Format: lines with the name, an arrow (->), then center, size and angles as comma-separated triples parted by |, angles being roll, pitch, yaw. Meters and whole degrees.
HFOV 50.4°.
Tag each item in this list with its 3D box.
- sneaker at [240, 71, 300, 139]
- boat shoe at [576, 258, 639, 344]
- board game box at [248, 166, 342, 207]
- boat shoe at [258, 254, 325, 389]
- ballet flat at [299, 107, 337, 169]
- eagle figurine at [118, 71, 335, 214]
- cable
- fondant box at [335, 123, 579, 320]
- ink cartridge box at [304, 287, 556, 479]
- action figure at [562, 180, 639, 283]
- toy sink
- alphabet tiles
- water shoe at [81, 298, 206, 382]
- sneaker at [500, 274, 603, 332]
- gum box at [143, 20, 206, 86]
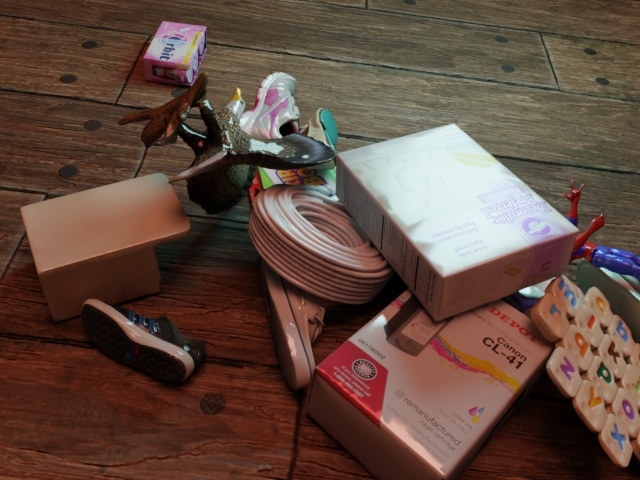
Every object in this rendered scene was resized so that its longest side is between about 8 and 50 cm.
sneaker -> -0.091, -0.254, 1.426 | 0.111, 0.103, 0.252 | 19, 52, 5
boat shoe -> 0.556, 0.128, 1.127 | 0.091, 0.109, 0.305 | -16, 46, -16
board game box -> -0.010, -0.105, 1.329 | 0.259, 0.039, 0.124 | -7, 46, -12
boat shoe -> -0.035, 0.116, 1.065 | 0.088, 0.096, 0.267 | -6, 36, -13
ballet flat -> -0.010, -0.204, 1.378 | 0.086, 0.086, 0.248 | 6, 25, -2
eagle figurine -> -0.139, -0.149, 1.130 | 0.226, 0.298, 0.225 | 29, 83, 46
cable -> 0.000, 0.000, 1.113 | 0.257, 0.089, 0.257 | 8, 31, -43
fondant box -> 0.199, -0.046, 1.078 | 0.238, 0.096, 0.330 | -17, 45, -19
ink cartridge box -> 0.162, 0.198, 0.984 | 0.226, 0.131, 0.306 | 36, 52, 24
action figure -> 0.477, -0.004, 1.107 | 0.280, 0.139, 0.091 | 15, 23, 25
toy sink -> -0.337, 0.009, 1.096 | 0.234, 0.131, 0.153 | -18, 51, -21
alphabet tiles -> 0.415, 0.189, 0.996 | 0.284, 0.021, 0.278 | 53, 40, 2
water shoe -> -0.268, 0.146, 1.027 | 0.203, 0.073, 0.080 | 29, 26, 14
sneaker -> 0.359, 0.084, 1.165 | 0.152, 0.114, 0.305 | 4, 41, -32
gum box -> -0.337, -0.434, 1.584 | 0.107, 0.062, 0.188 | 8, 45, -1
